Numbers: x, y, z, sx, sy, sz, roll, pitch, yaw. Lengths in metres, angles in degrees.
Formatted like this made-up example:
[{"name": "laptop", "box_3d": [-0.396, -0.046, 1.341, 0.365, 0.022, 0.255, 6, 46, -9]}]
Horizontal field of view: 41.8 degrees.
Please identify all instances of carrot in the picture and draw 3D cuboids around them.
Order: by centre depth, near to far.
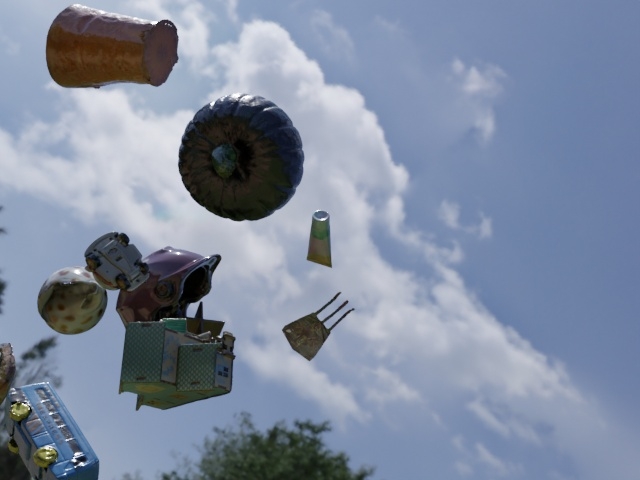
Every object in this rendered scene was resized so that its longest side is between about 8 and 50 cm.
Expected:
[{"name": "carrot", "box_3d": [-0.449, -0.413, 1.851, 0.254, 0.196, 0.196, 13, -30, 19]}]

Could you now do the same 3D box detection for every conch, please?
[{"name": "conch", "box_3d": [-0.653, 0.158, 2.194, 0.183, 0.148, 0.275, 32, -58, -25]}]

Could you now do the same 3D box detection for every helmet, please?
[{"name": "helmet", "box_3d": [-0.447, 0.136, 2.378, 0.197, 0.338, 0.271, 31, 10, 12]}]

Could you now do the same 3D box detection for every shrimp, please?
[{"name": "shrimp", "box_3d": [-0.793, 0.347, 1.977, 0.051, 0.198, 0.262, 32, -66, -33]}]

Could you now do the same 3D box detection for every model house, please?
[{"name": "model house", "box_3d": [-0.334, 0.251, 1.767, 0.271, 0.178, 0.206, -18, -30, 38]}]

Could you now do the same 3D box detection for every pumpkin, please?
[{"name": "pumpkin", "box_3d": [-0.157, -0.156, 1.587, 0.248, 0.248, 0.248, 21, -27, 12]}]

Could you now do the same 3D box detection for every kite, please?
[{"name": "kite", "box_3d": [-0.002, 0.269, 2.694, 0.141, 0.245, 0.015, 48, 10, -2]}]

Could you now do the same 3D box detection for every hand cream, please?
[{"name": "hand cream", "box_3d": [0.000, 0.000, 2.211, 0.076, 0.047, 0.174, 18, -45, 16]}]

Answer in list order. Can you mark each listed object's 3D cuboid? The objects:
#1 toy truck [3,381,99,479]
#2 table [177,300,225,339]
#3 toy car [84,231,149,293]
[{"name": "toy truck", "box_3d": [-0.763, 0.569, 2.353, 0.385, 0.162, 0.161, 41, -52, 38]}, {"name": "table", "box_3d": [-0.370, 0.296, 2.430, 0.167, 0.167, 0.226, 27, -49, 0]}, {"name": "toy car", "box_3d": [-0.453, 0.065, 1.851, 0.139, 0.112, 0.112, 45, -40, 5]}]
